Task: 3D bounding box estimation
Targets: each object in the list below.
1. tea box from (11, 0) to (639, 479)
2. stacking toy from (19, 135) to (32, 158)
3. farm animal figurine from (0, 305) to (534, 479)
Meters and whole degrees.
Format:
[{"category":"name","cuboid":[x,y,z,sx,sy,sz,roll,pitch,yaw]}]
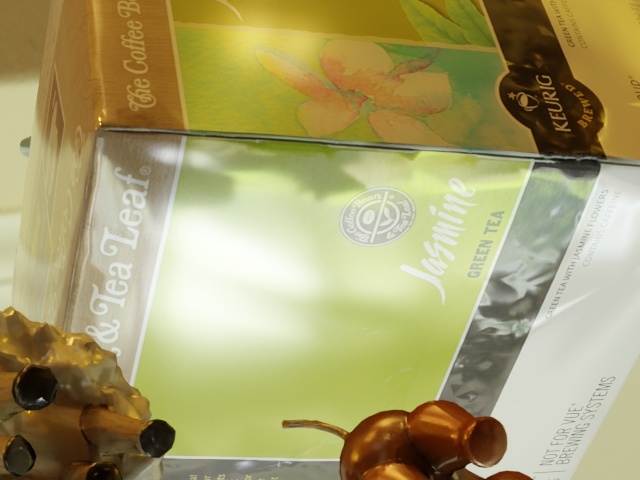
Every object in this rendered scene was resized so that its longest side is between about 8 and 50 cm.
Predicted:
[{"category":"tea box","cuboid":[0.000,0.000,0.891,0.323,0.329,0.220,3,-136,-17]},{"category":"stacking toy","cuboid":[-0.164,0.074,1.173,0.175,0.166,0.302,14,-92,-21]},{"category":"farm animal figurine","cuboid":[-0.051,0.213,0.607,0.327,0.172,0.330,16,-102,-29]}]
